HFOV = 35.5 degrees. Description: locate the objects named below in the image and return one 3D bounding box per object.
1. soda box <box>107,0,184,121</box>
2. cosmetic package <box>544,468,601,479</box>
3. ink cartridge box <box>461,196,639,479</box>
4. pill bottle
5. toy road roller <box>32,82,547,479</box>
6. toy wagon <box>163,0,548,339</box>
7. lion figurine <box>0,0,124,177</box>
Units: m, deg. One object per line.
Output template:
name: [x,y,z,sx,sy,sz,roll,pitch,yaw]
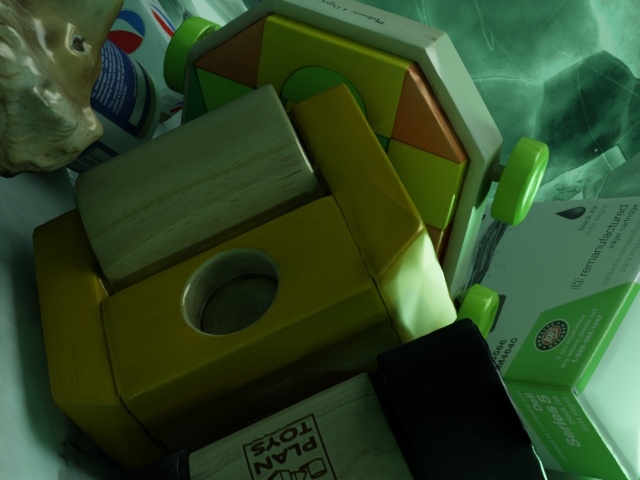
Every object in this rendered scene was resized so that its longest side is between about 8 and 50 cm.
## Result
soda box: [-0.205,-0.233,1.044,0.216,0.069,0.074,56,11,12]
cosmetic package: [0.316,0.278,0.879,0.365,0.155,0.197,24,18,-19]
ink cartridge box: [0.163,0.072,0.835,0.272,0.198,0.115,-1,-47,50]
pill bottle: [-0.190,-0.114,0.672,0.094,0.094,0.169,60,12,28]
toy road roller: [-0.010,0.097,0.568,0.241,0.202,0.330,64,2,-49]
toy wagon: [0.000,0.000,0.719,0.267,0.345,0.068,23,34,17]
lion figurine: [-0.243,-0.107,0.405,0.240,0.142,0.392,61,24,-5]
